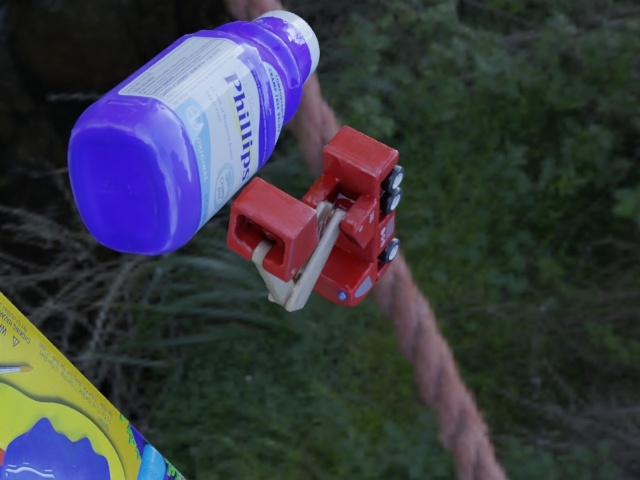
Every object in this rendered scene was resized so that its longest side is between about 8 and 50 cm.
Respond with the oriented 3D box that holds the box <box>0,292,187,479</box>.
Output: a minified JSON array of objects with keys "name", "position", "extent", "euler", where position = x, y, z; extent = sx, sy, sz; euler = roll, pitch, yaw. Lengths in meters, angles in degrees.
[{"name":"box","position":[-0.249,0.191,0.810],"extent":[0.290,0.177,0.279],"euler":[54,39,-43]}]

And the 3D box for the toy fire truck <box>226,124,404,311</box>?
[{"name":"toy fire truck","position":[0.000,0.000,0.936],"extent":[0.135,0.047,0.192],"euler":[-51,159,-27]}]

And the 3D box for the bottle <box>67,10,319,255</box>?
[{"name":"bottle","position":[-0.083,-0.097,1.082],"extent":[0.283,0.092,0.118],"euler":[-50,140,-54]}]
